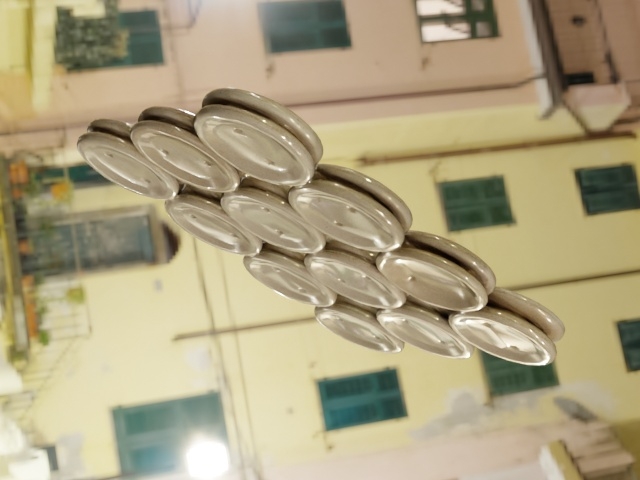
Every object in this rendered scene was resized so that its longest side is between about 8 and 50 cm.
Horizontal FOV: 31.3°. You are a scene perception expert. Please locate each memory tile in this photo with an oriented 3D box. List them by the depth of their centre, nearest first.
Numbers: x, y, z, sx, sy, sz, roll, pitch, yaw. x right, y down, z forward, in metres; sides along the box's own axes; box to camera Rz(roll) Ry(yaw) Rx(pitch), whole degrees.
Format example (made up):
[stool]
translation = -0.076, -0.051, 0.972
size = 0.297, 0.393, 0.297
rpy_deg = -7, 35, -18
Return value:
[memory tile]
translation = 0.000, 0.000, 0.371
size = 0.113, 0.148, 0.012
rpy_deg = -3, -124, 54
